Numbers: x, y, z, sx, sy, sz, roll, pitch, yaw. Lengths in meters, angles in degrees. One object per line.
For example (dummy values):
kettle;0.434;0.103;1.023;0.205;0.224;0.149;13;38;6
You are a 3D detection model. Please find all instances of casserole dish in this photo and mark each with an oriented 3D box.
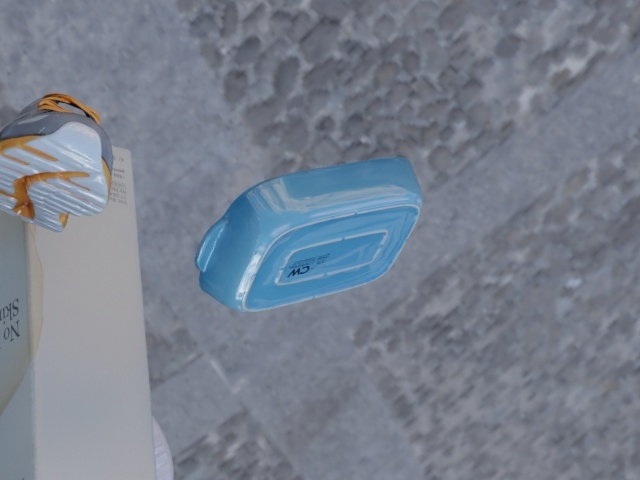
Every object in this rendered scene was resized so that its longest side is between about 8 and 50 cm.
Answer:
casserole dish;0.000;0.000;0.917;0.188;0.037;0.114;-11;141;-38

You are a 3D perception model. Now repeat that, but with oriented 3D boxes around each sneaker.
sneaker;-0.181;-0.063;0.893;0.084;0.215;0.083;27;76;-18

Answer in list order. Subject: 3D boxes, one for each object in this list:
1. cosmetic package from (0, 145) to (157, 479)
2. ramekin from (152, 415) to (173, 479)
cosmetic package;-0.229;0.081;1.078;0.113;0.310;0.160;14;147;-38
ramekin;-0.336;0.338;1.952;0.127;0.273;0.273;-21;145;-51
